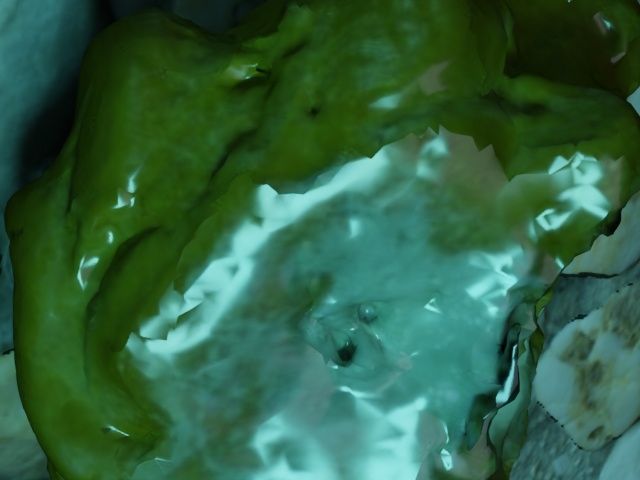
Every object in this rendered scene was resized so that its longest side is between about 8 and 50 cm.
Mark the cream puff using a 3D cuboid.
[{"bbox_3d":[-0.007,0.005,0.745,0.274,0.270,0.323,13,107,-12],"label":"cream puff"}]
